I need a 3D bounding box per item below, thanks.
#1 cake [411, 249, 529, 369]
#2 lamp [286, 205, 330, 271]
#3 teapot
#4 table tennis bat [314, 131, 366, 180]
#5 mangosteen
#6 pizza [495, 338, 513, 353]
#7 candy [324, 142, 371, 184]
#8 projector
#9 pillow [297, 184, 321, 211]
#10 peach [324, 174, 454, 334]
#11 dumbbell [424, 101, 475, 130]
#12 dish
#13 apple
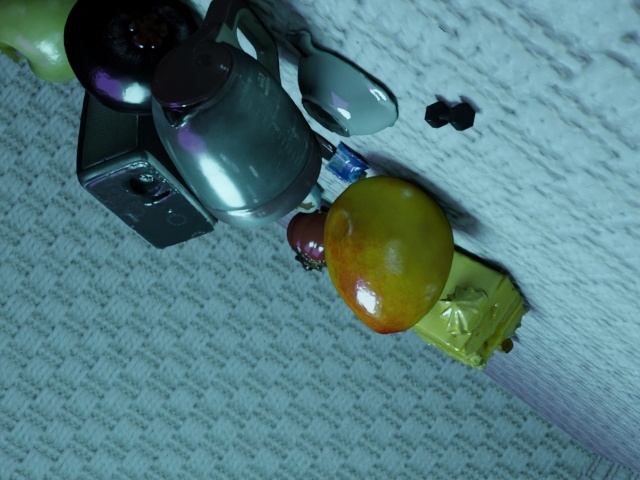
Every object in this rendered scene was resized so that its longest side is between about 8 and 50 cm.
[{"bbox_3d":[0.330,0.149,1.843,0.227,0.222,0.286,27,169,38],"label":"cake"},{"bbox_3d":[0.000,0.000,2.408,0.227,0.227,0.227,35,173,5],"label":"lamp"},{"bbox_3d":[-0.142,-0.231,1.277,0.233,0.314,0.312,5,152,24],"label":"teapot"},{"bbox_3d":[0.015,-0.207,1.791,0.220,0.019,0.130,36,173,6],"label":"table tennis bat"},{"bbox_3d":[-0.379,-0.377,1.551,0.275,0.275,0.302,38,165,-18],"label":"mangosteen"},{"bbox_3d":[0.496,0.267,2.421,0.251,0.074,0.288,38,173,-18],"label":"pizza"},{"bbox_3d":[0.059,-0.164,1.726,0.088,0.038,0.136,34,156,0],"label":"candy"},{"bbox_3d":[-0.472,-0.245,2.147,0.395,0.242,0.405,48,-152,-50],"label":"projector"},{"bbox_3d":[-0.084,-0.171,2.292,0.214,0.086,0.233,47,174,-5],"label":"pillow"},{"bbox_3d":[0.140,0.030,1.619,0.289,0.307,0.289,20,161,7],"label":"peach"},{"bbox_3d":[0.185,-0.178,1.102,0.040,0.036,0.083,40,172,-29],"label":"dumbbell"},{"bbox_3d":[0.020,-0.243,1.296,0.246,0.078,0.224,40,173,-29],"label":"dish"},{"bbox_3d":[-0.666,-0.537,1.876,0.292,0.254,0.292,32,172,5],"label":"apple"}]
